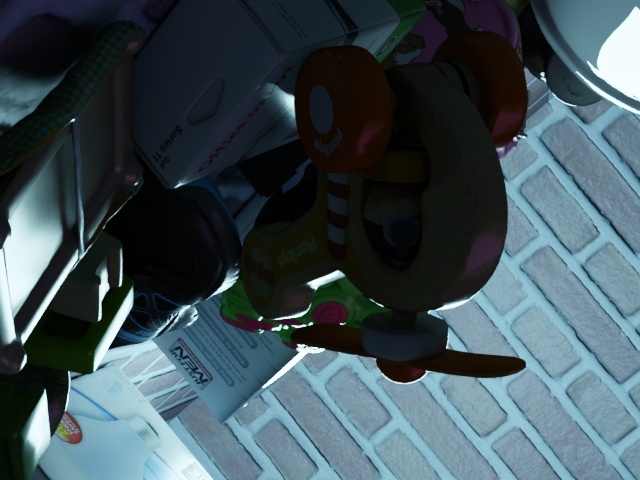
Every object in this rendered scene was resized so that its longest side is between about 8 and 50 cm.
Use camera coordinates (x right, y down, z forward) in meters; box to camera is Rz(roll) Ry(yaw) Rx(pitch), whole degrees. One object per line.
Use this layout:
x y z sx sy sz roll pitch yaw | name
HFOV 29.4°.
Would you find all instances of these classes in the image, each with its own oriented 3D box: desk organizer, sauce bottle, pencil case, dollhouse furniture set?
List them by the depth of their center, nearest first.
-0.227 -0.004 0.809 0.302 0.151 0.198 103 10 -52 | dollhouse furniture set
0.128 -0.161 1.250 0.167 0.160 0.386 -17 175 10 | pencil case
0.263 -0.230 1.310 0.111 0.111 0.344 -42 -163 19 | sauce bottle
-0.026 -0.105 1.334 0.130 0.047 0.050 -40 175 3 | desk organizer

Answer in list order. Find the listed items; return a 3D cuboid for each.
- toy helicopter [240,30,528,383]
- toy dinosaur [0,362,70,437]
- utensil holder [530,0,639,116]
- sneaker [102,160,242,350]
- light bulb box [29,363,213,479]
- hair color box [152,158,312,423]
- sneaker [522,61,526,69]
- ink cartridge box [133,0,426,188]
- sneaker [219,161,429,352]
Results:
0.030 0.008 0.908 0.140 0.235 0.355 -11 171 -28 | toy helicopter
-0.285 0.138 1.043 0.313 0.160 0.121 -39 173 5 | toy dinosaur
0.341 -0.277 0.948 0.327 0.328 0.385 -40 175 1 | utensil holder
-0.168 0.030 1.129 0.139 0.125 0.341 -25 164 -26 | sneaker
-0.320 0.393 1.667 0.225 0.358 0.361 -43 174 13 | light bulb box
-0.072 0.073 1.641 0.113 0.185 0.374 -34 171 -49 | hair color box
0.243 -0.268 1.621 0.110 0.107 0.275 -20 -176 42 | sneaker
-0.038 -0.136 0.900 0.153 0.087 0.208 -45 171 34 | ink cartridge box
0.000 0.000 1.256 0.483 0.185 0.202 160 -51 -73 | sneaker
